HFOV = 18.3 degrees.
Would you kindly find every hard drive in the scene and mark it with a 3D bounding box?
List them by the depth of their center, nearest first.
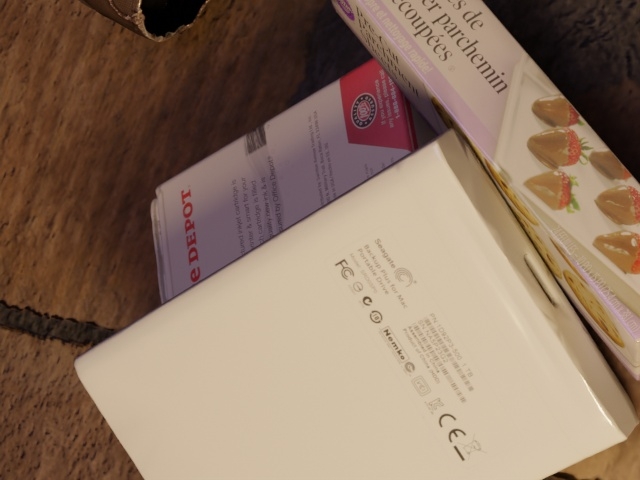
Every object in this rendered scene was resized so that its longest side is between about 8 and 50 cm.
[{"bbox_3d":[0.013,0.091,1.212,0.307,0.040,0.203,-31,93,32],"label":"hard drive"}]

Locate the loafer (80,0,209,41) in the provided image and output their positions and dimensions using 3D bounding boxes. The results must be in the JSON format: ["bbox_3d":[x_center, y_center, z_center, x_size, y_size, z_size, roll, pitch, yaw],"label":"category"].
[{"bbox_3d":[-0.050,-0.291,1.450,0.366,0.134,0.130,-56,50,25],"label":"loafer"}]

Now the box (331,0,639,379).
[{"bbox_3d":[0.115,-0.062,1.177,0.063,0.067,0.324,-33,65,-9],"label":"box"}]

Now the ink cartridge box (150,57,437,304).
[{"bbox_3d":[0.000,0.000,1.303,0.218,0.092,0.158,-27,56,30],"label":"ink cartridge box"}]
